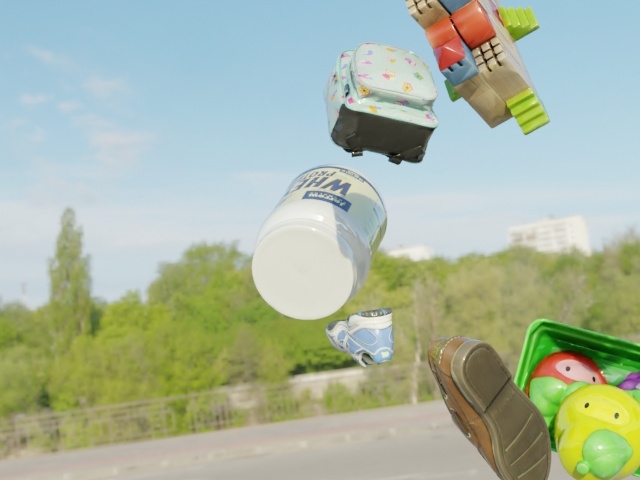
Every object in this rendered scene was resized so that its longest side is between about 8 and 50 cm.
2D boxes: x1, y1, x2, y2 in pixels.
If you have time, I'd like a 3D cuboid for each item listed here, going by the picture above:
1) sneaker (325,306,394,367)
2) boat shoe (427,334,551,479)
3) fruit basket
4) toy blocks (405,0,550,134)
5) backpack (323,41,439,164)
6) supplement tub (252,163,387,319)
[{"bbox_3d":[0.061,0.160,1.546,0.080,0.081,0.211,-8,-10,-13],"label":"sneaker"},{"bbox_3d":[0.268,0.272,1.564,0.111,0.307,0.104,-38,24,-27],"label":"boat shoe"},{"bbox_3d":[0.534,0.316,1.846,0.392,0.282,0.392,17,-9,3],"label":"fruit basket"},{"bbox_3d":[0.232,-0.375,1.651,0.191,0.381,0.261,-29,-37,22],"label":"toy blocks"},{"bbox_3d":[0.091,-0.225,1.537,0.166,0.144,0.188,7,34,-15],"label":"backpack"},{"bbox_3d":[0.000,0.000,2.007,0.236,0.235,0.325,-10,20,17],"label":"supplement tub"}]
